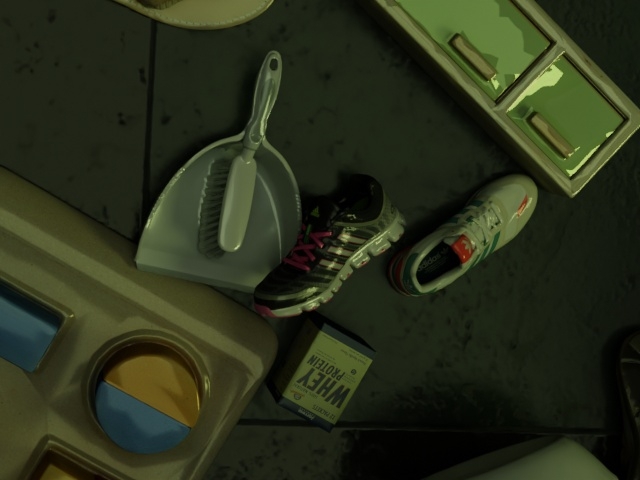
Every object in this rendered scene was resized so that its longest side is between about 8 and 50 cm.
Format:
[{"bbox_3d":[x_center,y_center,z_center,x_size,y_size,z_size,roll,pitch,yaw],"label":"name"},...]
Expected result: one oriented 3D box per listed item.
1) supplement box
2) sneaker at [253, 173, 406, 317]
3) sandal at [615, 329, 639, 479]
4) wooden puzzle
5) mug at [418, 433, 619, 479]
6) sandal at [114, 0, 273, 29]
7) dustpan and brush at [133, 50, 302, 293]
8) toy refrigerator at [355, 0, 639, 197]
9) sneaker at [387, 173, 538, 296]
[{"bbox_3d":[0.000,0.116,1.612,0.056,0.083,0.083,30,91,-10],"label":"supplement box"},{"bbox_3d":[0.000,0.000,1.589,0.170,0.063,0.075,-38,124,-23],"label":"sneaker"},{"bbox_3d":[0.310,0.194,1.689,0.090,0.060,0.219,-8,82,-14],"label":"sandal"},{"bbox_3d":[-0.250,0.154,1.577,0.322,0.080,0.348,31,90,-11],"label":"wooden puzzle"},{"bbox_3d":[0.148,0.366,1.572,0.374,0.276,0.328,-20,87,0],"label":"mug"},{"bbox_3d":[-0.149,-0.237,1.555,0.240,0.079,0.088,13,94,-10],"label":"sandal"},{"bbox_3d":[-0.071,-0.063,1.587,0.147,0.060,0.211,12,88,-24],"label":"dustpan and brush"},{"bbox_3d":[0.156,-0.167,1.605,0.269,0.094,0.102,45,87,-11],"label":"toy refrigerator"},{"bbox_3d":[0.136,-0.001,1.627,0.161,0.075,0.057,-35,100,-4],"label":"sneaker"}]
